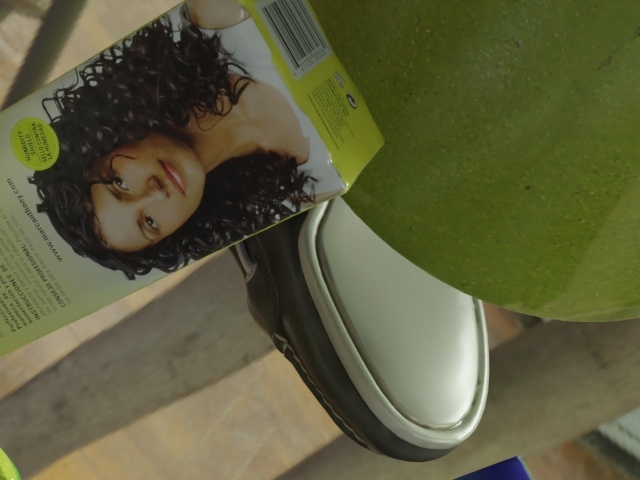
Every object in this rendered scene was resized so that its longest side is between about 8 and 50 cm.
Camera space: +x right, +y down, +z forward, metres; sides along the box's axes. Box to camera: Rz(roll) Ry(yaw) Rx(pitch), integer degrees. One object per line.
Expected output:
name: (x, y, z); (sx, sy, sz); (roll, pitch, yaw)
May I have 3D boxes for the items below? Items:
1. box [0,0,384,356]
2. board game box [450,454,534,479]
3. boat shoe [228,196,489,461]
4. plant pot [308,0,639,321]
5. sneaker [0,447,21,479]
box: (-0.097, -0.016, 0.493); (0.087, 0.232, 0.058); (59, 26, -10)
board game box: (0.052, 0.252, 0.545); (0.317, 0.214, 0.046); (-116, -172, -49)
boat shoe: (0.000, 0.000, 0.708); (0.112, 0.095, 0.335); (13, 39, -30)
plant pot: (0.148, -0.146, 0.522); (0.275, 0.293, 0.274); (6, 64, -13)
sneaker: (-0.253, 0.192, 0.778); (0.123, 0.296, 0.109); (49, 47, -20)
